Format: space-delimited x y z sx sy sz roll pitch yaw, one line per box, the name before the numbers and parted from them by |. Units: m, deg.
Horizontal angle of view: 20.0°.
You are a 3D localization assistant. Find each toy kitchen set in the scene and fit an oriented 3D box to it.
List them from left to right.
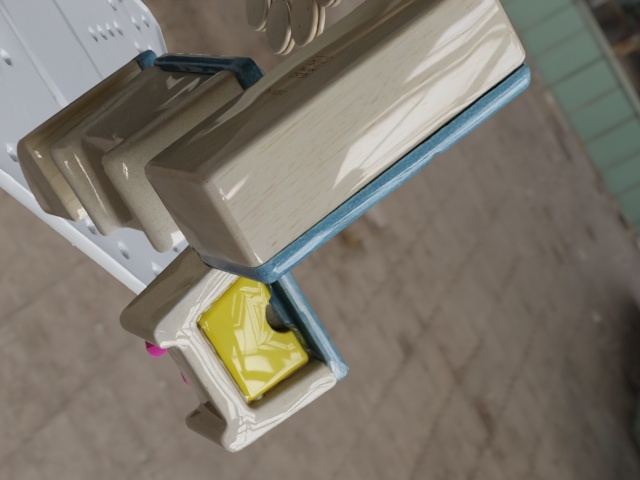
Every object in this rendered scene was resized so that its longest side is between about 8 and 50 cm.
toy kitchen set | 0.000 0.000 0.688 0.166 0.122 0.207 59 -20 -21

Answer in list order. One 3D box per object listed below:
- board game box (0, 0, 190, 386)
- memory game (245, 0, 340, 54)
board game box | -0.206 -0.126 1.280 0.390 0.050 0.390 44 21 -47
memory game | -0.016 -0.211 1.165 0.012 0.186 0.186 0 55 -25
